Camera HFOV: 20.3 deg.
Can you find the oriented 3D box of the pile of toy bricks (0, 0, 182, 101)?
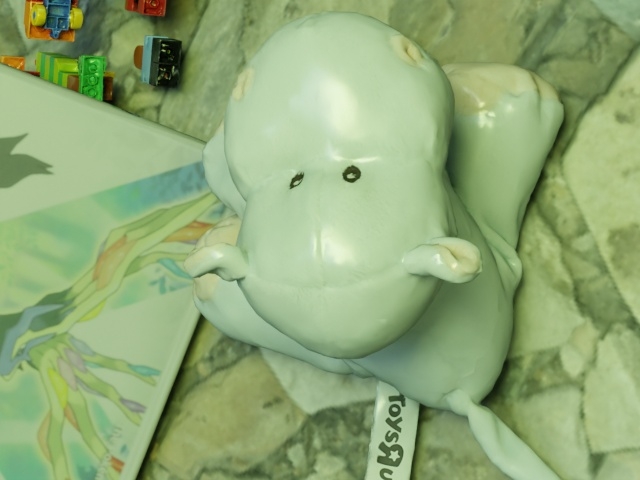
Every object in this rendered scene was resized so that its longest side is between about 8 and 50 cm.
[{"bbox_3d":[-0.169,-0.099,1.182,0.105,0.118,0.212,25,110,60],"label":"pile of toy bricks"}]

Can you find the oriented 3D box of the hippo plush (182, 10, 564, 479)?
[{"bbox_3d":[0.000,0.000,0.975,0.234,0.236,0.294,-3,80,22],"label":"hippo plush"}]

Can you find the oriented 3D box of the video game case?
[{"bbox_3d":[-0.234,0.052,1.104,0.329,0.300,0.036,-69,17,3],"label":"video game case"}]
